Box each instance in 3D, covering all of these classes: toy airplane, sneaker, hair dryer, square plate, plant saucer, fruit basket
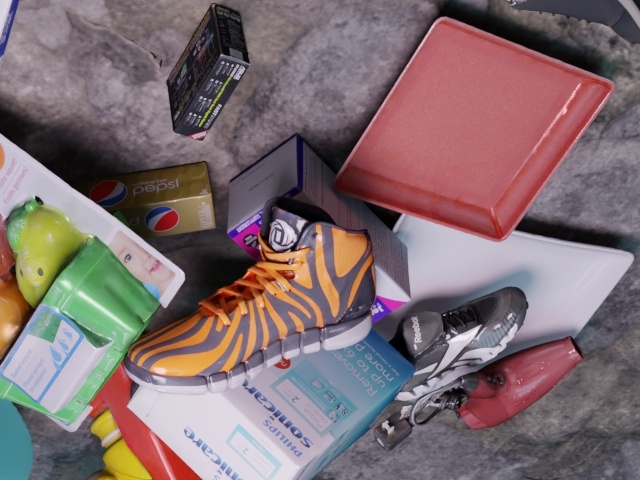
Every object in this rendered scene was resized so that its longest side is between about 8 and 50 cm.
[{"bbox_3d":[-0.202,0.348,2.085,0.272,0.384,0.386,-18,138,39],"label":"toy airplane"},{"bbox_3d":[-0.077,0.049,1.779,0.321,0.124,0.180,-19,125,-34],"label":"sneaker"},{"bbox_3d":[0.224,0.205,2.108,0.293,0.080,0.223,-24,171,-23],"label":"hair dryer"},{"bbox_3d":[0.190,0.094,2.140,0.344,0.049,0.347,12,130,-23],"label":"square plate"},{"bbox_3d":[0.176,-0.135,1.894,0.258,0.048,0.259,16,124,-27],"label":"plant saucer"},{"bbox_3d":[0.291,-0.277,1.785,0.118,0.083,0.222,-17,146,32],"label":"sneaker"},{"bbox_3d":[0.159,0.125,2.073,0.234,0.078,0.106,-34,135,24],"label":"sneaker"},{"bbox_3d":[-0.365,0.039,1.816,0.353,0.165,0.327,34,127,-7],"label":"fruit basket"}]

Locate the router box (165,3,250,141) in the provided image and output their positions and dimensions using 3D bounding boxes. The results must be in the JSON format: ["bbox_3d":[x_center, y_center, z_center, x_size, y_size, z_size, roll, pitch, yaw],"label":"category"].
[{"bbox_3d":[-0.125,-0.184,1.756,0.038,0.092,0.122,16,130,-27],"label":"router box"}]

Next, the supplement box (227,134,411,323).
[{"bbox_3d":[0.000,0.000,1.925,0.111,0.114,0.220,-34,121,22],"label":"supplement box"}]

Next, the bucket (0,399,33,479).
[{"bbox_3d":[-0.511,0.290,2.027,0.281,0.281,0.183,23,121,-31],"label":"bucket"}]

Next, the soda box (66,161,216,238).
[{"bbox_3d":[-0.218,-0.041,1.899,0.181,0.061,0.058,-8,135,-4],"label":"soda box"}]

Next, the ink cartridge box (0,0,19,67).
[{"bbox_3d":[-0.431,-0.212,1.619,0.224,0.045,0.223,24,126,-1],"label":"ink cartridge box"}]

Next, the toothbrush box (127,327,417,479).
[{"bbox_3d":[-0.055,0.180,1.951,0.295,0.216,0.126,-31,160,-52],"label":"toothbrush box"}]
